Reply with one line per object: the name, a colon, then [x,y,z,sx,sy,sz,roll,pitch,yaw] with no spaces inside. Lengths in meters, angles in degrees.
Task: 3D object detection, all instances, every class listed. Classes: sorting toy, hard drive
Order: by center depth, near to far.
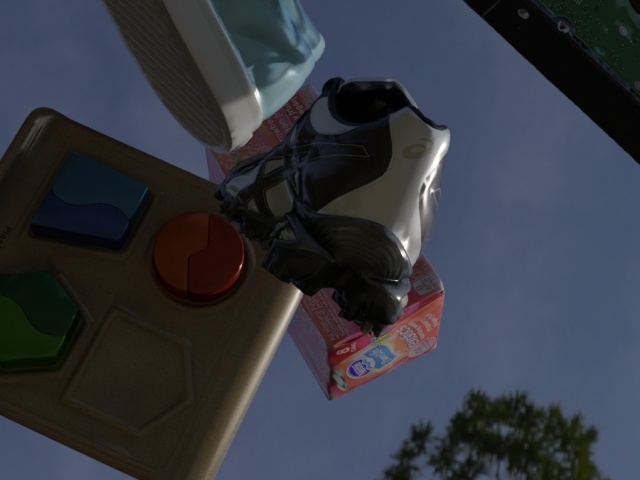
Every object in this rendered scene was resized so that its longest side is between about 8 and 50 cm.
sorting toy: [-0.157,0.075,0.913,0.229,0.307,0.041,26,-23,1]
hard drive: [0.292,-0.185,1.154,0.339,0.237,0.064,41,-28,-7]

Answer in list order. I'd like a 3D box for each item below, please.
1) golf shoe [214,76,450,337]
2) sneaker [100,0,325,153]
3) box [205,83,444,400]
golf shoe: [0.012,-0.026,0.598,0.077,0.198,0.094,27,-86,-19]
sneaker: [-0.099,-0.244,0.971,0.135,0.150,0.366,25,-32,41]
box: [0.000,0.000,1.518,0.142,0.154,0.300,-25,-115,-14]
